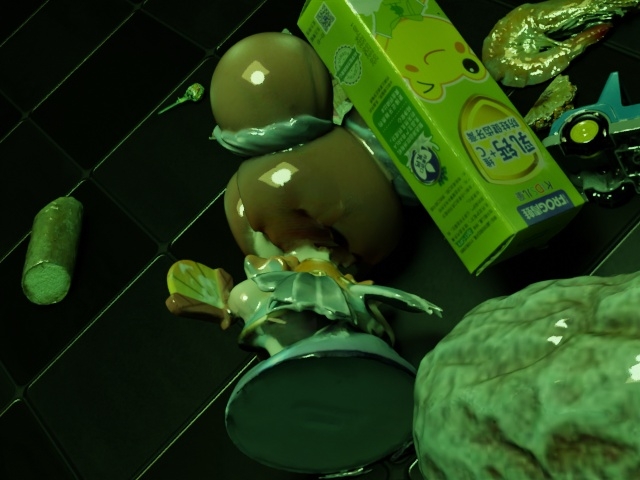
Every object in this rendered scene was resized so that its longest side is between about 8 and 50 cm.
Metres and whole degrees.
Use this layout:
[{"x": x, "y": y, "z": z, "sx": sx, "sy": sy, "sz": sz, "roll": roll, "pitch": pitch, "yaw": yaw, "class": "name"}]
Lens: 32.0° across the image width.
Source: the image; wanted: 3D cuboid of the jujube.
[{"x": 0.221, "y": 0.131, "z": 0.846, "sx": 0.317, "sy": 0.226, "sz": 0.226, "roll": -16, "pitch": 46, "yaw": 43, "class": "jujube"}]

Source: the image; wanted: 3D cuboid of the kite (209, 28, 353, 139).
[{"x": -0.009, "y": -0.208, "z": 1.449, "sx": 0.323, "sy": 0.013, "sz": 0.268, "roll": -34, "pitch": 43, "yaw": 6, "class": "kite"}]

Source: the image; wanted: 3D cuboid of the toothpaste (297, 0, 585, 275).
[{"x": 0.111, "y": -0.127, "z": 1.077, "sx": 0.327, "sy": 0.110, "sz": 0.077, "roll": 57, "pitch": 139, "yaw": 16, "class": "toothpaste"}]

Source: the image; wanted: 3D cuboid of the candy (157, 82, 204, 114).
[{"x": -0.197, "y": -0.197, "z": 1.569, "sx": 0.083, "sy": 0.025, "sz": 0.023, "roll": -22, "pitch": 2, "yaw": 30, "class": "candy"}]

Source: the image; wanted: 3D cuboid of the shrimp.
[{"x": 0.272, "y": -0.232, "z": 1.255, "sx": 0.190, "sy": 0.042, "sz": 0.101, "roll": -20, "pitch": 67, "yaw": 20, "class": "shrimp"}]

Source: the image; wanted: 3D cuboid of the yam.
[{"x": -0.352, "y": 0.009, "z": 1.467, "sx": 0.069, "sy": 0.070, "sz": 0.146, "roll": -19, "pitch": 48, "yaw": 22, "class": "yam"}]

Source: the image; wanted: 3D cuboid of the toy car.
[{"x": 0.312, "y": -0.105, "z": 1.072, "sx": 0.191, "sy": 0.097, "sz": 0.100, "roll": -10, "pitch": 50, "yaw": 28, "class": "toy car"}]

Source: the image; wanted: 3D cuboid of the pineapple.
[{"x": 0.252, "y": -0.147, "z": 1.208, "sx": 0.083, "sy": 0.019, "sz": 0.045, "roll": -49, "pitch": 40, "yaw": -14, "class": "pineapple"}]

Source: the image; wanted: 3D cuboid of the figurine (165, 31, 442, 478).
[{"x": -0.002, "y": 0.000, "z": 1.106, "sx": 0.248, "sy": 0.276, "sz": 0.388, "roll": -54, "pitch": 27, "yaw": 37, "class": "figurine"}]
